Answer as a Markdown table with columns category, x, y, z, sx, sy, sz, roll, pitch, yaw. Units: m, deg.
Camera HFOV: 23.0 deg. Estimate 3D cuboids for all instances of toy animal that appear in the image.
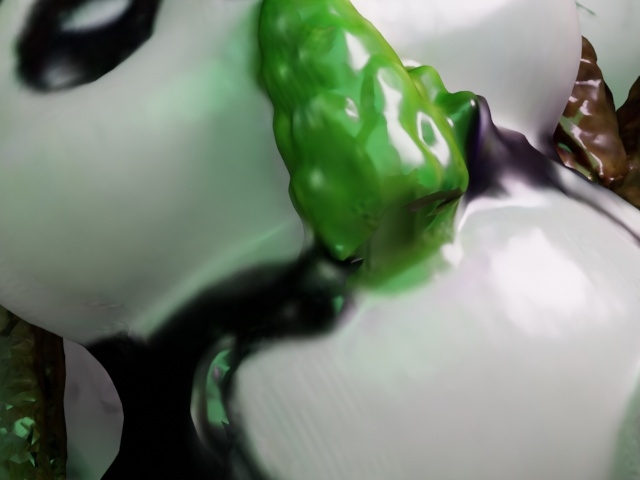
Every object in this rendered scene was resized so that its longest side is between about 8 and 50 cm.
| category | x | y | z | sx | sy | sz | roll | pitch | yaw |
| --- | --- | --- | --- | --- | --- | --- | --- | --- | --- |
| toy animal | 0.001 | -0.002 | 0.509 | 0.212 | 0.212 | 0.267 | -26 | 87 | -21 |

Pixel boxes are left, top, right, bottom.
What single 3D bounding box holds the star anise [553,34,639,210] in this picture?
| category | x | y | z | sx | sy | sz | roll | pitch | yaw |
| --- | --- | --- | --- | --- | --- | --- | --- | --- | --- |
| star anise | 0.109 | -0.013 | 0.646 | 0.212 | 0.111 | 0.196 | 2 | 52 | 2 |

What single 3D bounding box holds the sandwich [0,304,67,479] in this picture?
| category | x | y | z | sx | sy | sz | roll | pitch | yaw |
| --- | --- | --- | --- | --- | --- | --- | --- | --- | --- |
| sandwich | -0.238 | 0.065 | 0.554 | 0.301 | 0.099 | 0.271 | -6 | 60 | -9 |
